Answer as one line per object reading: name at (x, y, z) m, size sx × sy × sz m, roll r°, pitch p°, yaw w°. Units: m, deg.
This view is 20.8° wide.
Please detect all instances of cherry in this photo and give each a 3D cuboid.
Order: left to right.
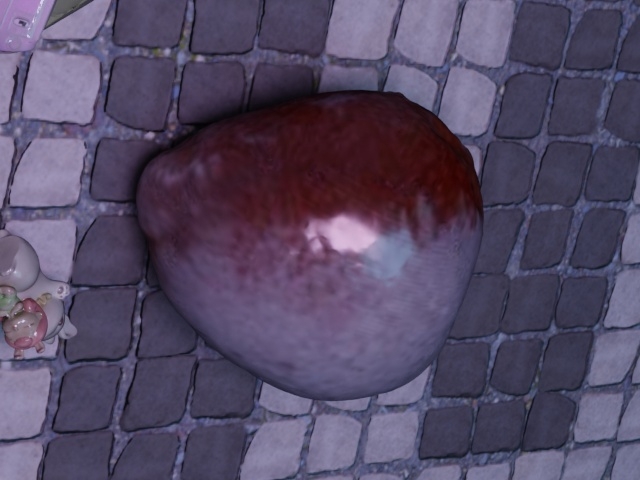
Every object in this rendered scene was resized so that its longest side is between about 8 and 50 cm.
cherry at (-0.002, 0.011, 1.750) m, size 0.335 × 0.291 × 0.326 m, roll -14°, pitch 131°, yaw -8°

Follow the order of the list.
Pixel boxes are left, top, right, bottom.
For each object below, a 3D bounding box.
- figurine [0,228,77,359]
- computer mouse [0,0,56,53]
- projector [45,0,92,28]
figurine at (-0.292, 0.072, 1.691) m, size 0.146 × 0.081 × 0.098 m, roll 66°, pitch 33°, yaw -36°
computer mouse at (-0.247, -0.276, 1.457) m, size 0.126 × 0.056 × 0.245 m, roll 14°, pitch 103°, yaw -40°
projector at (-0.313, -0.250, 1.520) m, size 0.269 × 0.088 × 0.193 m, roll -32°, pitch 129°, yaw -20°
